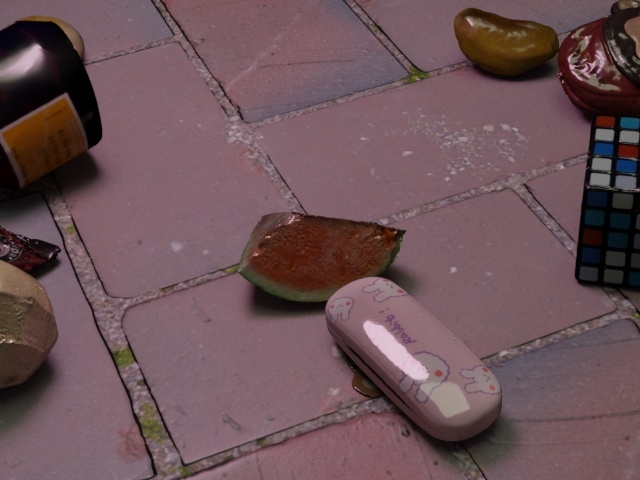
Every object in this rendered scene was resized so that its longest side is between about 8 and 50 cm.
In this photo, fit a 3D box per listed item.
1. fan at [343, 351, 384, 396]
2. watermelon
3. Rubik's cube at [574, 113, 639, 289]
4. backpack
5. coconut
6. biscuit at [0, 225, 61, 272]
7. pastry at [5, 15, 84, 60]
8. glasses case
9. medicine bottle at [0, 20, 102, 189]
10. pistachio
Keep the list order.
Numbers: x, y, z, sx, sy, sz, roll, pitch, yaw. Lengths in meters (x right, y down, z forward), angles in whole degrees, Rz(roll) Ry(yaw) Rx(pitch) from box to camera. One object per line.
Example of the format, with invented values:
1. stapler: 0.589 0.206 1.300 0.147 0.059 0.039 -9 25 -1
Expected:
1. fan: 0.094 0.125 1.812 0.152 0.008 0.227 -13 42 -9
2. watermelon: -0.004 0.013 1.897 0.231 0.128 0.146 7 12 -7
3. Rubik's cube: 0.464 -0.052 1.854 0.182 0.187 0.184 6 39 12
4. backpack: 0.499 -0.289 2.174 0.229 0.139 0.229 2 57 -3
5. coconut: -0.447 0.112 1.752 0.194 0.194 0.194 -2 40 2
6. biscuit: -0.518 0.041 1.925 0.151 0.063 0.235 35 48 22
7. pastry: -0.505 -0.352 2.365 0.156 0.092 0.156 3 38 -2
8. glasses case: 0.119 0.151 1.717 0.113 0.075 0.297 -29 47 -21
9. medicine bottle: -0.560 -0.175 2.048 0.395 0.242 0.242 -27 45 -17
10. pistachio: 0.320 -0.342 2.280 0.189 0.100 0.110 14 66 0
